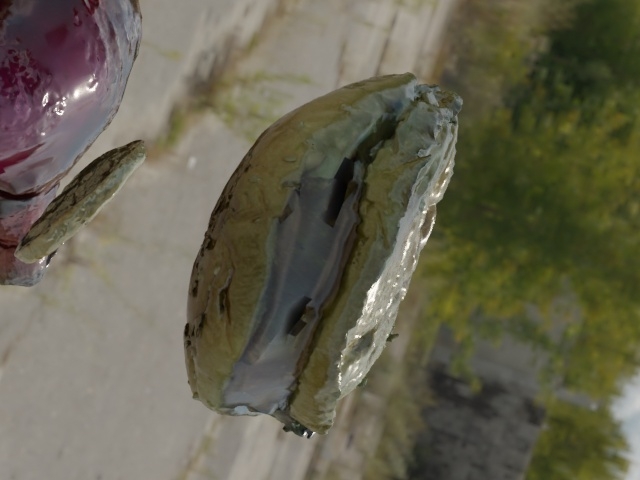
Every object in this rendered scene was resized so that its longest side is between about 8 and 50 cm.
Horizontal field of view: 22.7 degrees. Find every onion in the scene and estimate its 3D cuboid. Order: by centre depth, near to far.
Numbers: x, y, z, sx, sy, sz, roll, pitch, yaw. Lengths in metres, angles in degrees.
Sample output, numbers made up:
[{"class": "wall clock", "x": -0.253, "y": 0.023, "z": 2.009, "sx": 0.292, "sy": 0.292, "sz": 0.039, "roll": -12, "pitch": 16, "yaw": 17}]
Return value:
[{"class": "onion", "x": -0.345, "y": -0.147, "z": 1.668, "sx": 0.420, "sy": 0.398, "sz": 0.398, "roll": 66, "pitch": 27, "yaw": -24}]

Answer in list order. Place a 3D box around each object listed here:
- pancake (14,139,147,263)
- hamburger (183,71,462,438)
[{"class": "pancake", "x": -0.191, "y": -0.031, "z": 1.262, "sx": 0.139, "sy": 0.022, "sz": 0.139, "roll": -41, "pitch": -165, "yaw": 13}, {"class": "hamburger", "x": 0.000, "y": 0.002, "z": 1.136, "sx": 0.285, "sy": 0.134, "sz": 0.265, "roll": -41, "pitch": 147, "yaw": -74}]
